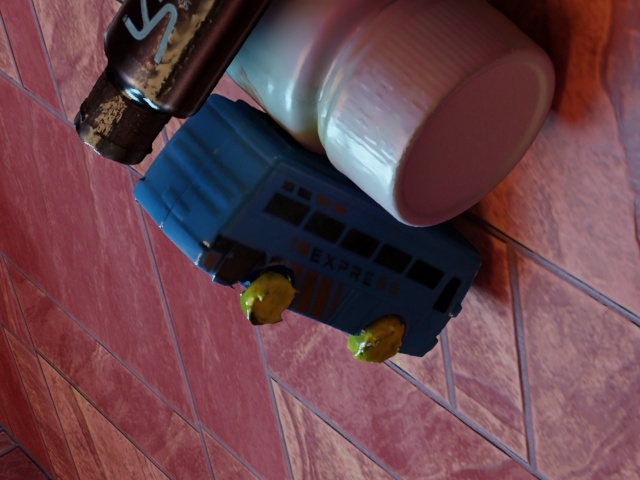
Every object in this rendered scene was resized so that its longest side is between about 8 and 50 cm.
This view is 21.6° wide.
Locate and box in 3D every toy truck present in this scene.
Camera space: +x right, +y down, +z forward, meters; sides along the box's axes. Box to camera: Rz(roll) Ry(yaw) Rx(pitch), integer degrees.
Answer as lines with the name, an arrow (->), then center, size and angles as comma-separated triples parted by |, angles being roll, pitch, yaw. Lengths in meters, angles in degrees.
toy truck -> 0.000, 0.000, 1.660 | 0.385, 0.162, 0.161 | 25, -164, -48

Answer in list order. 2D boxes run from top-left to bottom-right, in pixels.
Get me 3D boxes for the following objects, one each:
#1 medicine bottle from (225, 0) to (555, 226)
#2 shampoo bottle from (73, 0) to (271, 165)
medicine bottle -> 0.015, -0.203, 1.535 | 0.388, 0.219, 0.219 | 43, 152, 30
shampoo bottle -> -0.105, -0.209, 1.437 | 0.323, 0.084, 0.129 | -53, 58, 24
